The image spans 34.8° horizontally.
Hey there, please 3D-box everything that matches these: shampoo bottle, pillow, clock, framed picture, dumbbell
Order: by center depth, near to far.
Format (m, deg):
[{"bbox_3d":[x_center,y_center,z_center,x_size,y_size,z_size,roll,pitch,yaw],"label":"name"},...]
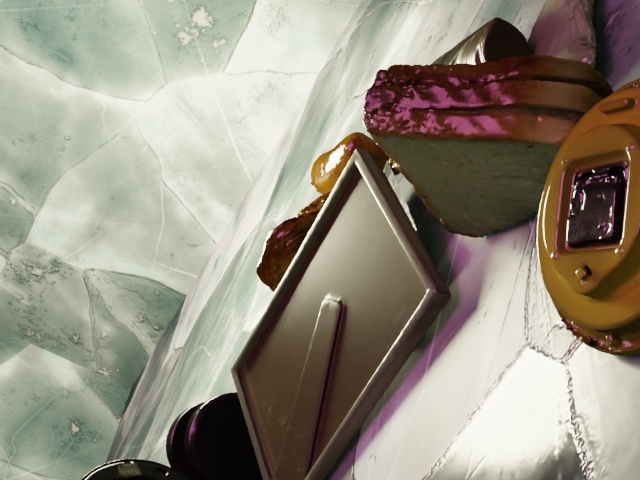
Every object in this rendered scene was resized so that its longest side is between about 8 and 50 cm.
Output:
[{"bbox_3d":[0.238,-0.025,0.833,0.237,0.057,0.237,-169,90,-68],"label":"clock"},{"bbox_3d":[0.285,-0.224,1.227,0.229,0.050,0.148,-75,8,-46],"label":"pillow"},{"bbox_3d":[0.203,-0.226,1.411,0.125,0.084,0.350,-62,6,-4],"label":"shampoo bottle"},{"bbox_3d":[0.006,0.136,1.426,0.446,0.028,0.326,-59,32,28],"label":"framed picture"},{"bbox_3d":[-0.163,0.336,1.688,0.152,0.152,0.218,-68,12,-20],"label":"dumbbell"}]

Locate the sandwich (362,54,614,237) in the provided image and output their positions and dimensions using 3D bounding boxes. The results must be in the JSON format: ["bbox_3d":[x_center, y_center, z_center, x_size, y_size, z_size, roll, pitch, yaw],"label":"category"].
[{"bbox_3d":[0.207,-0.086,1.108,0.254,0.288,0.099,3,67,28],"label":"sandwich"}]

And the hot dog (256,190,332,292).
[{"bbox_3d":[0.002,0.002,1.764,0.259,0.114,0.175,-35,-30,-57],"label":"hot dog"}]

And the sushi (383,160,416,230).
[{"bbox_3d":[0.026,0.072,1.553,0.343,0.064,0.359,-97,29,-69],"label":"sushi"}]

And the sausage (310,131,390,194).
[{"bbox_3d":[0.049,-0.137,1.915,0.109,0.109,0.270,-66,12,-13],"label":"sausage"}]

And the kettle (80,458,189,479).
[{"bbox_3d":[-0.293,0.552,1.660,0.203,0.262,0.308,-28,-42,-50],"label":"kettle"}]

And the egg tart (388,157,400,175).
[{"bbox_3d":[0.153,-0.159,1.643,0.129,0.049,0.129,-156,90,-82],"label":"egg tart"}]
